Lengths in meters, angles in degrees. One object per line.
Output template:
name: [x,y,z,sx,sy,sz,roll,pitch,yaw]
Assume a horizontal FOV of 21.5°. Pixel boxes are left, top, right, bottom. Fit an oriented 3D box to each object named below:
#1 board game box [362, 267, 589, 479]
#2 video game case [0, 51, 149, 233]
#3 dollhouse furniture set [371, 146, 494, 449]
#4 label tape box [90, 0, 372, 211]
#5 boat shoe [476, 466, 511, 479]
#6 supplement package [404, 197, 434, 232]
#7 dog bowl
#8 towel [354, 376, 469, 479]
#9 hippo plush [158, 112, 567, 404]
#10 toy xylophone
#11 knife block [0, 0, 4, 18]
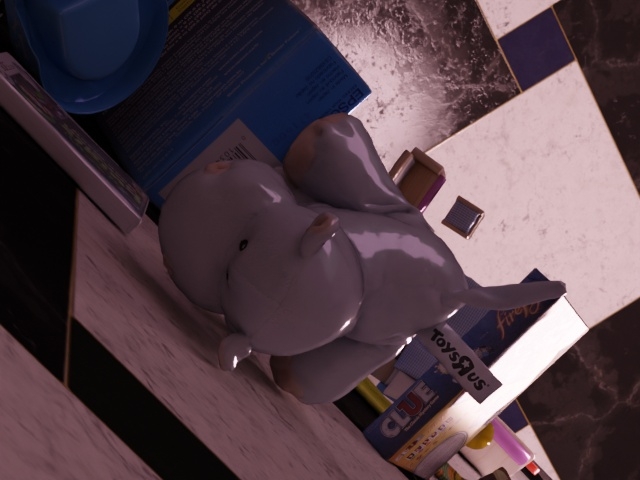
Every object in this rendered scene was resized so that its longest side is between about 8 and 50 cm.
board game box: [0.165,0.143,1.752,0.042,0.243,0.165,48,2,23]
video game case: [-0.223,-0.089,1.467,0.190,0.022,0.173,47,3,-8]
dollhouse furniture set: [0.153,0.076,2.125,0.303,0.286,0.198,36,0,11]
label tape box: [-0.122,-0.174,1.863,0.115,0.249,0.347,45,3,-32]
boat shoe: [0.211,0.327,1.880,0.056,0.049,0.152,60,9,-51]
supplement package: [0.000,0.000,1.808,0.149,0.194,0.203,46,2,-1]
dog bowl: [-0.244,-0.271,1.689,0.074,0.166,0.297,33,-39,35]
towel: [0.106,0.227,1.999,0.237,0.021,0.102,46,2,-3]
hippo plush: [-0.018,0.047,1.351,0.294,0.234,0.237,42,26,23]
toy xylophone: [0.206,0.251,2.587,0.236,0.081,0.322,45,3,-26]
knife block: [-0.314,-0.357,1.802,0.088,0.275,0.242,47,32,12]
